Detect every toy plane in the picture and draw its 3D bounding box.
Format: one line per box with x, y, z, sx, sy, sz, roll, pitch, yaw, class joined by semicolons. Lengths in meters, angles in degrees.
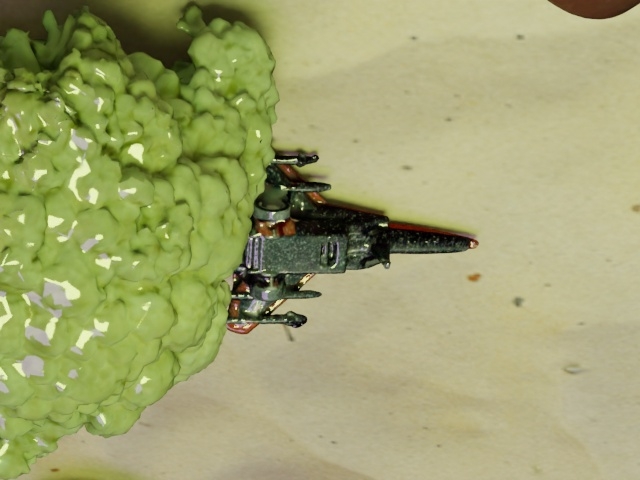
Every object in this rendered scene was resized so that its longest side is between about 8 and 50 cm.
0.000;0.001;1.092;0.189;0.061;0.130;5;111;2;toy plane

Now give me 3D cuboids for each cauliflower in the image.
-0.164;-0.010;0.994;0.327;0.281;0.260;-35;129;-7;cauliflower

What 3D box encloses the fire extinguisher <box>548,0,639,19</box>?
0.198;-0.212;0.724;0.344;0.138;0.102;-37;84;44;fire extinguisher
